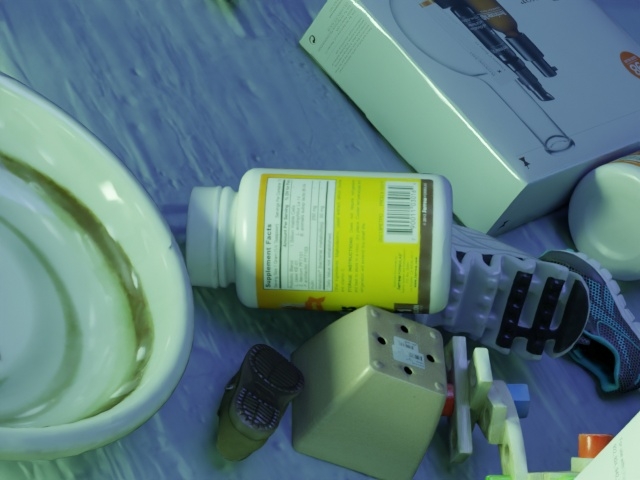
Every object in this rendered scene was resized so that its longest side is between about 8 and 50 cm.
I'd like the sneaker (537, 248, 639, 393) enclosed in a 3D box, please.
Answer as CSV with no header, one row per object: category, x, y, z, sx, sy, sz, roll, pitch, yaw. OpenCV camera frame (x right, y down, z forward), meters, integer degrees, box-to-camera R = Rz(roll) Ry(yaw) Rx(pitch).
sneaker,0.254,0.077,1.780,0.076,0.065,0.166,-20,62,-44

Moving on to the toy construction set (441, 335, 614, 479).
toy construction set,0.248,0.167,1.545,0.327,0.215,0.151,1,-4,4

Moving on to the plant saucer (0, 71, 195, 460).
plant saucer,-0.287,0.017,1.358,0.400,0.100,0.400,25,35,-19

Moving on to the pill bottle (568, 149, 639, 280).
pill bottle,0.357,-0.040,1.938,0.121,0.121,0.216,50,37,17

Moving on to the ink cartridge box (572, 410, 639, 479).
ink cartridge box,0.248,0.270,1.382,0.198,0.273,0.115,25,38,-16

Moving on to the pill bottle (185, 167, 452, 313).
pill bottle,0.000,0.000,1.556,0.215,0.117,0.117,2,41,3

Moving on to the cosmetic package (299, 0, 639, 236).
cosmetic package,0.199,-0.168,1.975,0.284,0.097,0.377,50,38,15

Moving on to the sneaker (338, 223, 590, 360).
sneaker,0.092,0.024,1.686,0.292,0.110,0.118,19,14,-13

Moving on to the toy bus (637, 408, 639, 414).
toy bus,0.401,0.256,1.644,0.108,0.130,0.333,8,45,-33

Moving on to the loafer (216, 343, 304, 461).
loafer,-0.054,0.127,1.483,0.056,0.050,0.148,41,21,-1

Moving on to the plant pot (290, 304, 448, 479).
plant pot,0.046,0.117,1.534,0.109,0.096,0.109,21,38,-20
